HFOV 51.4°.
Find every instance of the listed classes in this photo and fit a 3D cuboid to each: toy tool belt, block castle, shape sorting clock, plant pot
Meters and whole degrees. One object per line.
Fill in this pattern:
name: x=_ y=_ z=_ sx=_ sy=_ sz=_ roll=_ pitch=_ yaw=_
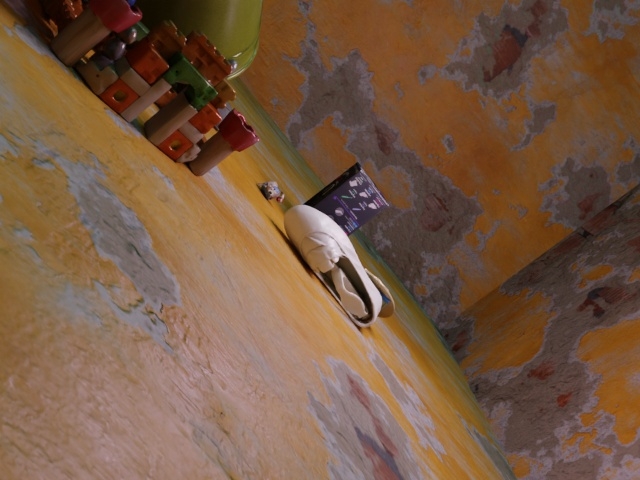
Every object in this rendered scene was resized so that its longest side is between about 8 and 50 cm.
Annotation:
toy tool belt: x=-0.147 y=-0.139 z=1.933 sx=0.051 sy=0.052 sz=0.083 roll=0 pitch=41 yaw=-39
block castle: x=-0.318 y=-0.366 z=1.330 sx=0.453 sy=0.212 sz=0.303 roll=44 pitch=12 yaw=-48
shape sorting clock: x=0.135 y=0.147 z=1.955 sx=0.206 sy=0.040 sz=0.206 roll=31 pitch=-34 yaw=24
plant pot: x=-0.276 y=-0.616 z=1.529 sx=0.367 sy=0.366 sz=0.353 roll=54 pitch=-31 yaw=10

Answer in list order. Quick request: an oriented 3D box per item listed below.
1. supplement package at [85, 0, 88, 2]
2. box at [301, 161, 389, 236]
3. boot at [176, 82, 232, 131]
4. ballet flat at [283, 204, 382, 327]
supplement package: x=-0.575 y=-0.669 z=1.573 sx=0.179 sy=0.105 sz=0.105 roll=51 pitch=10 yaw=-4
box: x=0.055 y=-0.095 z=2.039 sx=0.143 sy=0.270 sz=0.165 roll=50 pitch=8 yaw=-12
boot: x=-0.320 y=-0.438 z=1.912 sx=0.076 sy=0.190 sz=0.208 roll=4 pitch=-15 yaw=35
ballet flat: x=0.043 y=0.077 z=1.791 sx=0.400 sy=0.139 sz=0.139 roll=53 pitch=7 yaw=-20
